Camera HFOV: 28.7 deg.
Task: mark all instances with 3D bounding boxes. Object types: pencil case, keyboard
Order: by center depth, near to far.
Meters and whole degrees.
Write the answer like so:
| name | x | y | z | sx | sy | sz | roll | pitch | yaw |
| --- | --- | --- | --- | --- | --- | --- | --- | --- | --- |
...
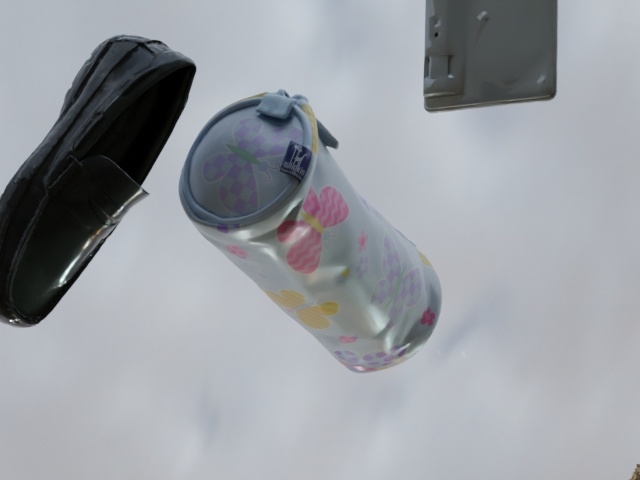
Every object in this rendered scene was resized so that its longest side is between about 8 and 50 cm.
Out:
| name | x | y | z | sx | sy | sz | roll | pitch | yaw |
| --- | --- | --- | --- | --- | --- | --- | --- | --- | --- |
| keyboard | 0.092 | -0.194 | 0.668 | 0.072 | 0.014 | 0.256 | -2 | -102 | 21 |
| pencil case | 0.000 | 0.000 | 0.984 | 0.273 | 0.114 | 0.124 | 49 | -129 | -49 |

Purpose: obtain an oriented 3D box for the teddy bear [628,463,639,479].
| name | x | y | z | sx | sy | sz | roll | pitch | yaw |
| --- | --- | --- | --- | --- | --- | --- | --- | --- | --- |
| teddy bear | 0.352 | 0.099 | 0.922 | 0.245 | 0.113 | 0.338 | 18 | -89 | -14 |

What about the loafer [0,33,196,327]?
| name | x | y | z | sx | sy | sz | roll | pitch | yaw |
| --- | --- | --- | --- | --- | --- | --- | --- | --- | --- |
| loafer | -0.157 | -0.041 | 0.854 | 0.076 | 0.078 | 0.223 | 44 | -112 | -52 |
